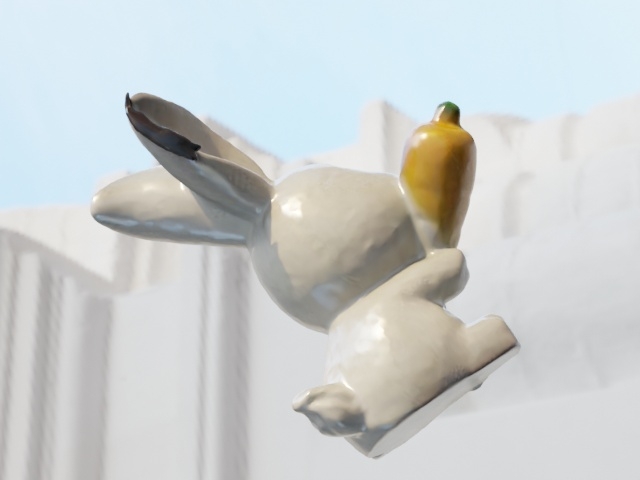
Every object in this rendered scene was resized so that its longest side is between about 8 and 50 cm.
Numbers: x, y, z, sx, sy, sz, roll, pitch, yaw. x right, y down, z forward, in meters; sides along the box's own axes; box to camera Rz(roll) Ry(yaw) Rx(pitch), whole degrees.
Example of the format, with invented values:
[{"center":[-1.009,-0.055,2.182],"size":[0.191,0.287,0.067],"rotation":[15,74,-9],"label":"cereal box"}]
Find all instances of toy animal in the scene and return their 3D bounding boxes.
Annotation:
[{"center":[0.000,0.000,0.673],"size":[0.127,0.131,0.181],"rotation":[-16,-115,-45],"label":"toy animal"}]
